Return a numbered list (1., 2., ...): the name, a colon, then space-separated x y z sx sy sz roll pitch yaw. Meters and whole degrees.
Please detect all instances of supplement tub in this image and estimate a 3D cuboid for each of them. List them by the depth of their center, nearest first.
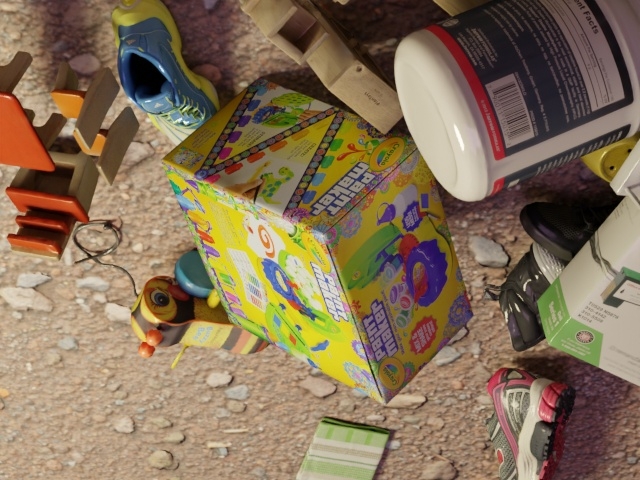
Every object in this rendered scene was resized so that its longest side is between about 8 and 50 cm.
1. supplement tub: 0.233 -0.173 1.688 0.272 0.191 0.191 -23 132 -10

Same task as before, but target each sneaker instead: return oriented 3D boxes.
1. sneaker: -0.188 -0.168 1.890 0.091 0.126 0.240 -16 130 16
2. sneaker: 0.370 -0.026 2.033 0.227 0.087 0.130 19 129 -19
3. sneaker: 0.344 0.105 2.147 0.268 0.101 0.153 38 124 -21
4. sneaker: 0.293 0.292 2.323 0.112 0.121 0.299 24 137 20

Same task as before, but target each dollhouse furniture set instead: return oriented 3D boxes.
1. dollhouse furniture set: 0.118 -0.319 1.765 0.355 0.174 0.303 -46 131 11
2. dollhouse furniture set: -0.356 -0.102 1.901 0.262 0.135 0.259 9 150 19

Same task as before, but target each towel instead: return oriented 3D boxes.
1. towel: 0.033 0.328 2.416 0.113 0.023 0.152 11 130 -11

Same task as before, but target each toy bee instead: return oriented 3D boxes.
1. toy bee: -0.188 0.104 2.119 0.298 0.162 0.195 4 134 -1

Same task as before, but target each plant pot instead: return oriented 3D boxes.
1. plant pot: 0.367 -0.123 1.934 0.134 0.095 0.134 1 132 1

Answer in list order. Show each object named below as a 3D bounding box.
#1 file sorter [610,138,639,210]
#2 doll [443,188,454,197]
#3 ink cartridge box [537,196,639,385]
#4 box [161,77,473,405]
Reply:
1. file sorter: 0.525 -0.073 1.853 0.278 0.173 0.193 4 131 -32
2. doll: 0.169 -0.142 1.956 0.129 0.046 0.189 -5 127 20
3. ink cartridge box: 0.400 0.056 1.981 0.160 0.092 0.219 24 123 -18
4. box: 0.000 0.000 1.914 0.279 0.177 0.290 26 148 39
